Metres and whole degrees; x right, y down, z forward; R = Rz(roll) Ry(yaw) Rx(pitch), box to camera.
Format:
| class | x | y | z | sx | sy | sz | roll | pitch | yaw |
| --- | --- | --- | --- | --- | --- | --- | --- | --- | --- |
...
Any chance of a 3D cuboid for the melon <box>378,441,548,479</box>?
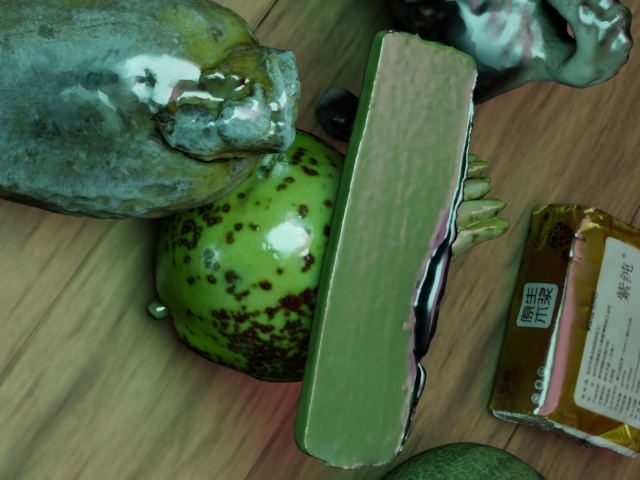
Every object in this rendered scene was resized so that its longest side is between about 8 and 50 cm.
| class | x | y | z | sx | sy | sz | roll | pitch | yaw |
| --- | --- | --- | --- | --- | --- | --- | --- | --- | --- |
| melon | 0.111 | 0.326 | 1.308 | 0.237 | 0.237 | 0.301 | 39 | 68 | -32 |

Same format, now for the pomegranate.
| class | x | y | z | sx | sy | sz | roll | pitch | yaw |
| --- | --- | --- | --- | --- | --- | --- | --- | --- | --- |
| pomegranate | 0.004 | 0.017 | 1.203 | 0.277 | 0.222 | 0.203 | 10 | 103 | -3 |

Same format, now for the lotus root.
| class | x | y | z | sx | sy | sz | roll | pitch | yaw |
| --- | --- | --- | --- | --- | --- | --- | --- | --- | --- |
| lotus root | -0.188 | -0.107 | 1.074 | 0.350 | 0.175 | 0.175 | 8 | 85 | 1 |

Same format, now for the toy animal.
| class | x | y | z | sx | sy | sz | roll | pitch | yaw |
| --- | --- | --- | --- | --- | --- | --- | --- | --- | --- |
| toy animal | 0.108 | -0.267 | 1.249 | 0.194 | 0.303 | 0.344 | -36 | 113 | -35 |

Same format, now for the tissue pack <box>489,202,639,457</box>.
| class | x | y | z | sx | sy | sz | roll | pitch | yaw |
| --- | --- | --- | --- | --- | --- | --- | --- | --- | --- |
| tissue pack | 0.275 | 0.093 | 1.523 | 0.183 | 0.092 | 0.226 | 22 | 79 | -36 |

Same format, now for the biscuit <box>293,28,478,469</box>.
| class | x | y | z | sx | sy | sz | roll | pitch | yaw |
| --- | --- | --- | --- | --- | --- | --- | --- | --- | --- |
| biscuit | 0.048 | 0.009 | 1.099 | 0.099 | 0.038 | 0.322 | 11 | 90 | -27 |
